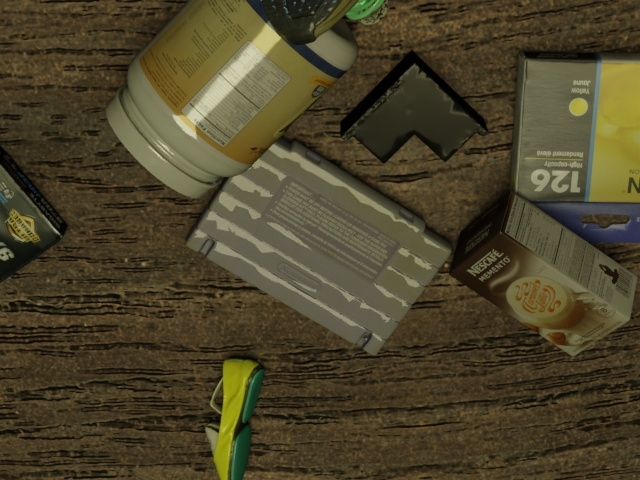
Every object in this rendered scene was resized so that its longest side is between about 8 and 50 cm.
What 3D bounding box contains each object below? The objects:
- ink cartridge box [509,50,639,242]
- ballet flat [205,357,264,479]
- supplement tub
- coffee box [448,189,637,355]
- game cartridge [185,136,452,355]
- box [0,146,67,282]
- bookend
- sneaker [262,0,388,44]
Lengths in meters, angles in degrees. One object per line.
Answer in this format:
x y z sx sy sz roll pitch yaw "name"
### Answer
0.441 -0.129 1.953 0.303 0.072 0.307 0 110 0 "ink cartridge box"
-0.148 0.295 2.129 0.077 0.077 0.231 17 109 16 "ballet flat"
-0.127 -0.234 1.828 0.228 0.228 0.316 42 106 -15 "supplement tub"
0.338 0.053 1.980 0.246 0.098 0.141 33 138 -11 "coffee box"
0.000 0.000 2.012 0.355 0.068 0.230 32 105 -11 "game cartridge"
-0.526 -0.048 1.999 0.175 0.051 0.220 -33 108 13 "box"
0.139 -0.169 1.935 0.157 0.072 0.156 40 107 -15 "bookend"
0.052 -0.351 1.712 0.158 0.410 0.182 -5 128 26 "sneaker"
